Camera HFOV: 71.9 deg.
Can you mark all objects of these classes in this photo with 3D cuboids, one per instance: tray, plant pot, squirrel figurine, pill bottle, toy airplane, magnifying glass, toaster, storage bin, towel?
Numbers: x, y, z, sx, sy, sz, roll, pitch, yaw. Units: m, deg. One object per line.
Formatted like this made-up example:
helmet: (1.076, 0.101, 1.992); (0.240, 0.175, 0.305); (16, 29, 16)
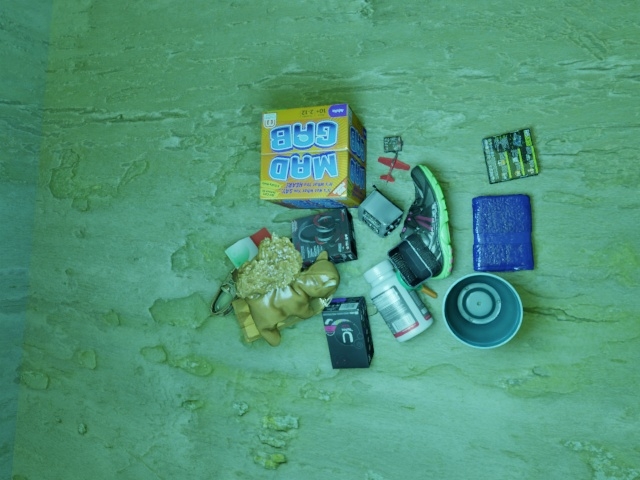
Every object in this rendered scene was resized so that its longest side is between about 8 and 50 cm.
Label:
tray: (-0.178, 0.295, 2.007); (0.411, 0.076, 0.202); (-23, 82, 6)
plant pot: (0.613, 0.252, 1.696); (0.272, 0.255, 0.271); (0, 89, 17)
squirrel figurine: (-0.121, 0.166, 1.759); (0.370, 0.397, 0.281); (-24, 39, 11)
pill bottle: (0.313, 0.244, 1.832); (0.176, 0.176, 0.318); (-34, 79, 14)
toy airplane: (0.308, -0.314, 1.925); (0.151, 0.028, 0.151); (-1, 88, 19)
magnifying glass: (0.394, 0.183, 1.806); (0.026, 0.231, 0.092); (-41, 34, 35)
toaster: (0.247, -0.116, 1.857); (0.186, 0.168, 0.110); (42, 77, 14)
storage bin: (0.366, 0.080, 1.735); (0.180, 0.084, 0.122); (55, 131, 9)
towel: (0.725, -0.028, 1.769); (0.228, 0.076, 0.308); (-1, 88, 10)

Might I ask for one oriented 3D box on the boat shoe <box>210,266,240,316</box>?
boat shoe: (-0.413, 0.228, 2.089); (0.123, 0.120, 0.324); (32, 98, 15)

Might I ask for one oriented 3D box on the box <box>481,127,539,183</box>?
box: (0.761, -0.337, 1.777); (0.184, 0.045, 0.190); (-11, 84, 14)

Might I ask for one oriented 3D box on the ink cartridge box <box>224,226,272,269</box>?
ink cartridge box: (-0.301, 0.059, 2.050); (0.225, 0.056, 0.181); (-37, 78, -10)

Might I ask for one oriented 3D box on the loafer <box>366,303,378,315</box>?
loafer: (0.182, 0.310, 1.936); (0.148, 0.050, 0.056); (-11, 86, 17)

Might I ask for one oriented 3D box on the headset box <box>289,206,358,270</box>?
headset box: (0.000, 0.000, 1.940); (0.293, 0.110, 0.218); (-13, 65, 17)

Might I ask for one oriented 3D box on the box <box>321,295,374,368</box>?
box: (0.119, 0.391, 1.871); (0.165, 0.143, 0.270); (-7, 104, 18)

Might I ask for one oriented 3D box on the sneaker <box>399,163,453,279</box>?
sneaker: (0.418, -0.077, 1.805); (0.202, 0.185, 0.482); (-8, 85, 13)

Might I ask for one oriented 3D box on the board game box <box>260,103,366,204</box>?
board game box: (-0.015, -0.328, 1.853); (0.357, 0.356, 0.356); (0, 87, 18)

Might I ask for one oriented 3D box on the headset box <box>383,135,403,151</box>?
headset box: (0.318, -0.418, 1.922); (0.083, 0.032, 0.062); (-3, 88, 16)
